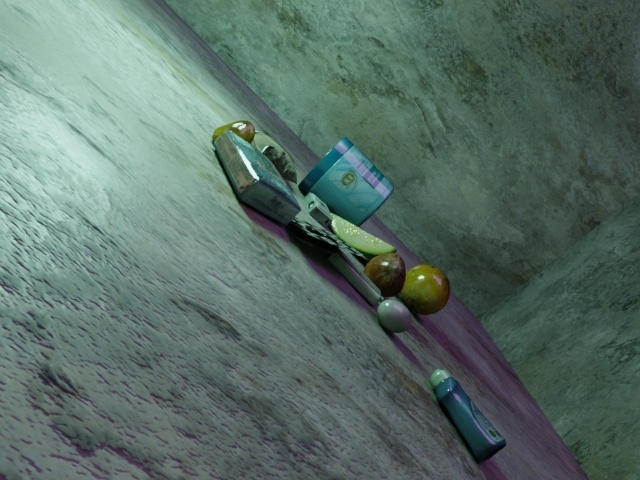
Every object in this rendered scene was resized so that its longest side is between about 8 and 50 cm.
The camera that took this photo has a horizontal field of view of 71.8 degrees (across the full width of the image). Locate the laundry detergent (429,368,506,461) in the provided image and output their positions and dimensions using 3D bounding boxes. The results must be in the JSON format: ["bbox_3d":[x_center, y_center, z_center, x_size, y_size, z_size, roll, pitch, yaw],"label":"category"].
[{"bbox_3d":[0.432,0.522,1.359,0.143,0.094,0.289,23,24,-47],"label":"laundry detergent"}]

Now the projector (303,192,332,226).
[{"bbox_3d":[-0.010,-0.140,1.961,0.115,0.061,0.147,38,15,-29],"label":"projector"}]

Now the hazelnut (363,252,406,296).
[{"bbox_3d":[0.258,0.135,1.776,0.182,0.182,0.182,44,13,-13],"label":"hazelnut"}]

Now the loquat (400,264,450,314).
[{"bbox_3d":[0.484,0.231,2.055,0.235,0.235,0.235,44,13,-13],"label":"loquat"}]

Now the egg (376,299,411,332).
[{"bbox_3d":[0.251,0.259,1.512,0.135,0.103,0.103,40,15,-21],"label":"egg"}]

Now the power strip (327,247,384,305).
[{"bbox_3d":[0.129,0.131,1.631,0.270,0.046,0.118,45,10,-1],"label":"power strip"}]

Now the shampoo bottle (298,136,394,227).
[{"bbox_3d":[0.126,-0.258,2.125,0.343,0.331,0.331,45,13,-4],"label":"shampoo bottle"}]

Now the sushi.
[{"bbox_3d":[0.000,0.000,1.542,0.290,0.050,0.264,22,10,-37],"label":"sushi"}]

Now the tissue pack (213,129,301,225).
[{"bbox_3d":[-0.209,-0.210,1.449,0.228,0.103,0.315,31,20,-46],"label":"tissue pack"}]

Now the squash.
[{"bbox_3d":[0.171,-0.003,1.980,0.288,0.111,0.203,46,-28,-22],"label":"squash"}]

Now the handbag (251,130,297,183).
[{"bbox_3d":[-0.199,-0.352,1.885,0.270,0.117,0.182,35,26,-44],"label":"handbag"}]

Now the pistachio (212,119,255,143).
[{"bbox_3d":[-0.316,-0.368,1.584,0.110,0.100,0.189,22,41,21],"label":"pistachio"}]
